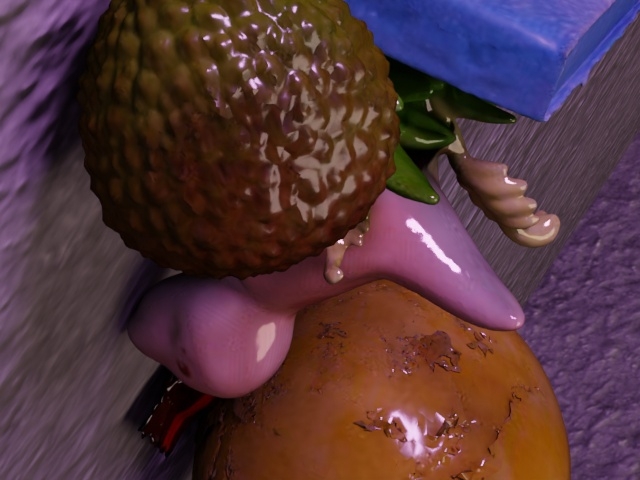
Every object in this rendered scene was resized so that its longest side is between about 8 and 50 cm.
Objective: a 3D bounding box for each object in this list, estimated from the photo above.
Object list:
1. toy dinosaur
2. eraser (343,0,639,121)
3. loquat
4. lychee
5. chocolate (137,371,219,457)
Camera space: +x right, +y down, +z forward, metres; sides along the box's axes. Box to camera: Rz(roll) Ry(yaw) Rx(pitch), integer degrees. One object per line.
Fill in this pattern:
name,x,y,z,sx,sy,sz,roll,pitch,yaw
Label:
toy dinosaur,-0.001,0.003,0.742,0.152,0.194,0.177,-53,148,-65
eraser,0.101,-0.160,0.766,0.312,0.144,0.042,-45,157,-47
loquat,0.036,0.132,1.022,0.235,0.235,0.235,-55,167,-19
lychee,-0.029,-0.042,0.595,0.114,0.114,0.146,-53,155,-28
chocolate,-0.042,0.038,0.943,0.182,0.028,0.086,-55,165,-11
